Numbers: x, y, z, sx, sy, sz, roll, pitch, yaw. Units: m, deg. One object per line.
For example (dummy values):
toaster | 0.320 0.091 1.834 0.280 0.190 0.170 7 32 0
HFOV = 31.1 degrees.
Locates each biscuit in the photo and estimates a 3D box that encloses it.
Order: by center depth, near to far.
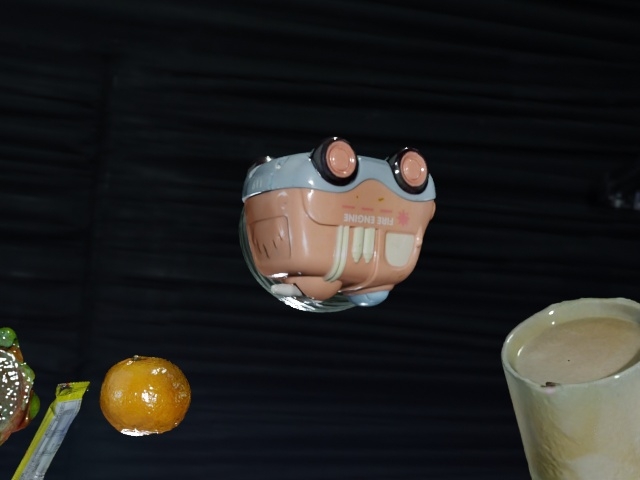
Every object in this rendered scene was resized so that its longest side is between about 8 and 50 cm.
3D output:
biscuit | -0.340 0.276 1.326 0.026 0.048 0.292 41 -67 22

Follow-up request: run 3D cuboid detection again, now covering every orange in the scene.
orange | -0.366 0.320 2.395 0.193 0.193 0.161 -160 -107 -76

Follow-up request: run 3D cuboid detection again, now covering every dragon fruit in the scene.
dragon fruit | -0.742 0.324 2.479 0.295 0.268 0.130 -58 -173 -15

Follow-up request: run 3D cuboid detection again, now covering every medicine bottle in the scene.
medicine bottle | 0.425 0.314 1.707 0.236 0.236 0.406 -116 -173 -66

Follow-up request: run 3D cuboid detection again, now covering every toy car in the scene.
toy car | 0.026 -0.017 1.566 0.180 0.270 0.212 -11 -102 52

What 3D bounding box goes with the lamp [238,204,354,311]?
lamp | 0.000 0.000 1.852 0.233 0.265 0.233 -36 -169 8
